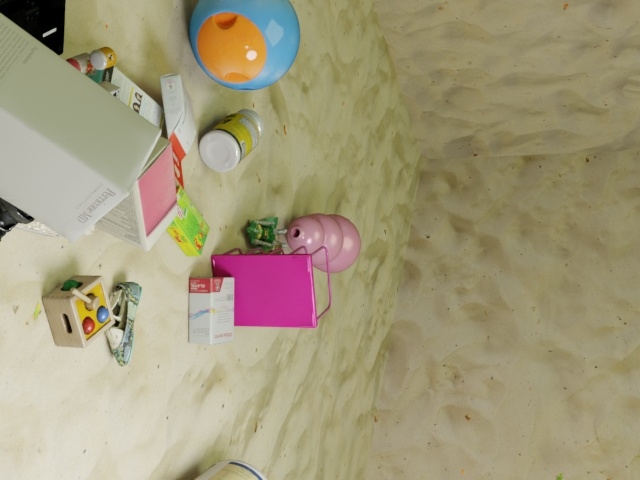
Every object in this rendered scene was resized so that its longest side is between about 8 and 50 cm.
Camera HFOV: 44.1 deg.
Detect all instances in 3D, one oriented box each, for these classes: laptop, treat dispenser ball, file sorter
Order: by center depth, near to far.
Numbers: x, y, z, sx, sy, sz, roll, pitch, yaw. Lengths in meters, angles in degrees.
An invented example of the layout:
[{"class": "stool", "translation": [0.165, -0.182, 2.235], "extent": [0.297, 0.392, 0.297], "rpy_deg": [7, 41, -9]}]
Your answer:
[{"class": "laptop", "translation": [-0.585, -0.445, 1.441], "extent": [0.234, 0.136, 0.264], "rpy_deg": [-58, 168, -52]}, {"class": "treat dispenser ball", "translation": [-0.196, -0.536, 2.056], "extent": [0.288, 0.288, 0.288], "rpy_deg": [0, 90, -68]}, {"class": "file sorter", "translation": [-0.128, 0.120, 2.220], "extent": [0.182, 0.290, 0.202], "rpy_deg": [-33, 120, -67]}]

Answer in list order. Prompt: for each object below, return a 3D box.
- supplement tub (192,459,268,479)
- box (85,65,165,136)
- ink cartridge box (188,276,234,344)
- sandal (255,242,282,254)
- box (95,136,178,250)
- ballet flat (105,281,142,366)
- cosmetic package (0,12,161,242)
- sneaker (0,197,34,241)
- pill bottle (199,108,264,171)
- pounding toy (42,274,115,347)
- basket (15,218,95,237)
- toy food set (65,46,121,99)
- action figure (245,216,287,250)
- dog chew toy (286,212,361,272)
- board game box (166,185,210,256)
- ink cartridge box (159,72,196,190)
[{"class": "supplement tub", "translation": [-0.268, 0.696, 1.938], "extent": [0.316, 0.228, 0.228], "rpy_deg": [-16, 105, -67]}, {"class": "box", "translation": [-0.437, -0.296, 1.748], "extent": [0.244, 0.060, 0.101], "rpy_deg": [42, 50, -62]}, {"class": "ink cartridge box", "translation": [-0.289, 0.185, 2.100], "extent": [0.127, 0.072, 0.175], "rpy_deg": [6, 84, -69]}, {"class": "sandal", "translation": [-0.171, 0.072, 2.415], "extent": [0.240, 0.079, 0.088], "rpy_deg": [96, 20, -60]}, {"class": "box", "translation": [-0.391, -0.114, 1.620], "extent": [0.127, 0.148, 0.232], "rpy_deg": [-57, 166, -34]}, {"class": "ballet flat", "translation": [-0.444, 0.181, 1.744], "extent": [0.070, 0.070, 0.189], "rpy_deg": [40, 51, -63]}, {"class": "cosmetic package", "translation": [-0.473, -0.188, 1.227], "extent": [0.385, 0.217, 0.156], "rpy_deg": [36, 49, -20]}, {"class": "sneaker", "translation": [-0.553, -0.029, 1.337], "extent": [0.104, 0.146, 0.296], "rpy_deg": [57, 40, -57]}, {"class": "pill bottle", "translation": [-0.238, -0.281, 2.173], "extent": [0.208, 0.119, 0.119], "rpy_deg": [-56, 140, -56]}, {"class": "pounding toy", "translation": [-0.480, 0.132, 1.580], "extent": [0.130, 0.100, 0.141], "rpy_deg": [-49, 135, -60]}, {"class": "basket", "translation": [-0.511, -0.073, 1.500], "extent": [0.167, 0.103, 0.113], "rpy_deg": [27, 66, -67]}, {"class": "toy food set", "translation": [-0.477, -0.271, 1.563], "extent": [0.104, 0.111, 0.232], "rpy_deg": [-45, 158, -54]}, {"class": "action figure", "translation": [-0.169, -0.018, 2.428], "extent": [0.232, 0.063, 0.137], "rpy_deg": [13, 73, -68]}, {"class": "dog chew toy", "translation": [0.000, 0.000, 2.687], "extent": [0.332, 0.206, 0.207], "rpy_deg": [15, 75, -60]}, {"class": "board game box", "translation": [-0.347, -0.047, 1.998], "extent": [0.181, 0.043, 0.092], "rpy_deg": [62, 35, -49]}, {"class": "ink cartridge box", "translation": [-0.331, -0.256, 1.890], "extent": [0.189, 0.066, 0.232], "rpy_deg": [93, -16, -80]}]
